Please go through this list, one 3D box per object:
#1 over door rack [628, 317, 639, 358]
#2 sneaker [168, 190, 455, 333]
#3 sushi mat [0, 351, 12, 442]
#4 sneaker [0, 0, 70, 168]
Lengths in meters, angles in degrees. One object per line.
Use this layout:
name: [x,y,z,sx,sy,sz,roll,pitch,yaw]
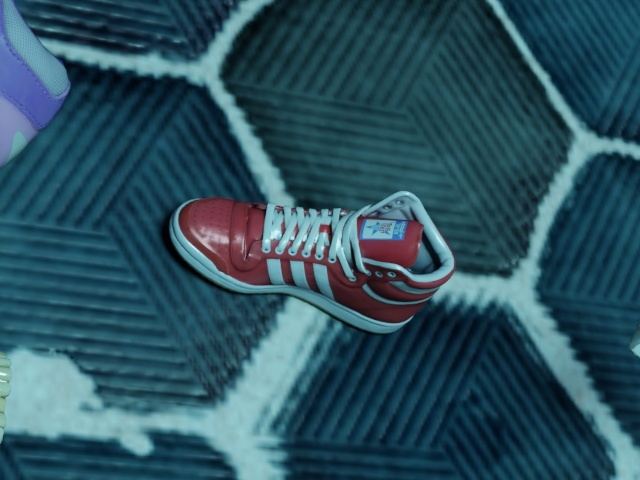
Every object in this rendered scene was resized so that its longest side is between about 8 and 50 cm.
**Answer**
over door rack: [0.193,0.204,0.798,0.324,0.108,0.239,43,53,-21]
sneaker: [0.000,0.000,0.823,0.118,0.067,0.042,19,58,-21]
sushi mat: [-0.263,0.077,0.666,0.316,0.019,0.151,13,62,-24]
sneaker: [-0.182,-0.116,0.769,0.104,0.095,0.236,-34,91,-43]
